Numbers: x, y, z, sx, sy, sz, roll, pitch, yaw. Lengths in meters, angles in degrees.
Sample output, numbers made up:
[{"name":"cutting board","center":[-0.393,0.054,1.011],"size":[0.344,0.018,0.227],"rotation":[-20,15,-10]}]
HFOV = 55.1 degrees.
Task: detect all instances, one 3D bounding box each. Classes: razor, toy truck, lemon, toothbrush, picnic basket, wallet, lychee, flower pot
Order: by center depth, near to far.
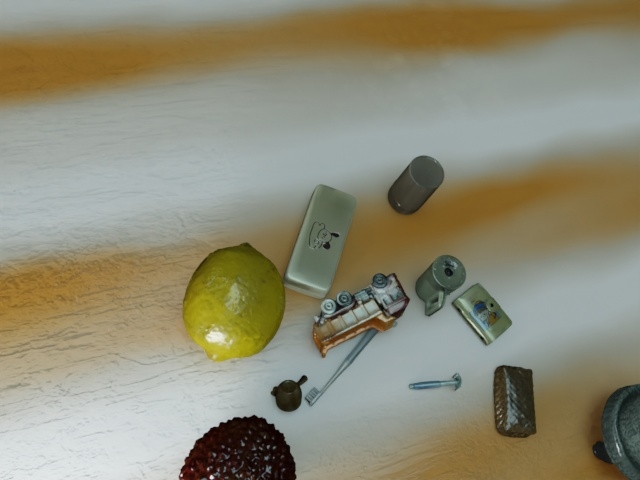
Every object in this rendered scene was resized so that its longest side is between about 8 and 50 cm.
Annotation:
[{"name":"lychee","center":[-0.186,0.533,1.356],"size":[0.264,0.300,0.264],"rotation":[30,21,-13]},{"name":"lemon","center":[-0.207,0.146,1.504],"size":[0.253,0.253,0.310],"rotation":[17,66,-6]},{"name":"flower pot","center":[0.883,0.518,1.589],"size":[0.299,0.283,0.299],"rotation":[6,68,-15]},{"name":"toy truck","center":[0.102,0.194,1.617],"size":[0.270,0.114,0.135],"rotation":[-26,69,-13]},{"name":"toothbrush","center":[0.081,0.307,1.629],"size":[0.030,0.025,0.342],"rotation":[42,66,12]},{"name":"razor","center":[0.304,0.383,1.638],"size":[0.135,0.068,0.040],"rotation":[-4,66,-3]},{"name":"picnic basket","center":[0.531,0.433,1.664],"size":[0.110,0.055,0.193],"rotation":[9,64,-9]},{"name":"wallet","center":[0.464,0.207,1.751],"size":[0.110,0.039,0.155],"rotation":[-35,80,-22]}]

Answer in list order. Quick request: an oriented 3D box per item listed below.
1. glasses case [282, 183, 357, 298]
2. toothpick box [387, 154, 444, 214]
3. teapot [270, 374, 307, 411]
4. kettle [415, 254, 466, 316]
[{"name":"glasses case","center":[0.000,0.000,1.713],"size":[0.131,0.070,0.313],"rotation":[21,65,-4]},{"name":"toothpick box","center":[0.275,-0.158,1.783],"size":[0.111,0.180,0.111],"rotation":[5,68,-12]},{"name":"teapot","center":[-0.075,0.371,1.546],"size":[0.085,0.080,0.110],"rotation":[25,48,21]},{"name":"kettle","center":[0.332,0.123,1.696],"size":[0.098,0.148,0.127],"rotation":[-18,71,-21]}]
